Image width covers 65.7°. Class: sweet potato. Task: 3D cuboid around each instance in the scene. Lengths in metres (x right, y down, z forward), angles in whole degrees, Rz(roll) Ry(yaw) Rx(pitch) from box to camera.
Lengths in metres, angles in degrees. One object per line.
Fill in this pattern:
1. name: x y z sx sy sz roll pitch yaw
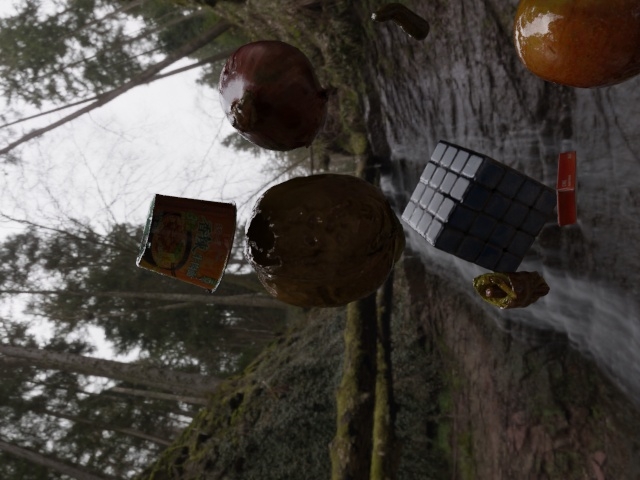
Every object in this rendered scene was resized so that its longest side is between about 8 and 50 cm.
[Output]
1. sweet potato: 0.250 -0.681 1.525 0.233 0.062 0.081 5 -108 -36

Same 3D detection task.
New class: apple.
1. apple: 0.413 -0.325 0.754 0.173 0.235 0.210 82 -170 -46

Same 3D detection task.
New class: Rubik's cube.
1. Rubik's cube: 0.546 -0.118 1.747 0.345 0.343 0.337 22 -76 -20

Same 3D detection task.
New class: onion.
1. onion: -0.132 -0.431 1.497 0.354 0.354 0.353 9 -100 -59

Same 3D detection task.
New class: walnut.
1. walnut: 0.000 0.000 1.277 0.308 0.398 0.353 -97 3 -65

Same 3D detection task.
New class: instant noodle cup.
1. instant noodle cup: -0.313 -0.005 1.152 0.183 0.230 0.230 14 -108 -23

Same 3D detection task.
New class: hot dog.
1. hot dog: 0.591 0.153 1.506 0.093 0.262 0.123 -107 16 -57

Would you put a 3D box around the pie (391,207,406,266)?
1. pie: 0.131 0.004 1.628 0.071 0.307 0.306 -36 -60 -79

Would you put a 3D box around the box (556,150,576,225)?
1. box: 0.715 -0.151 1.435 0.229 0.050 0.122 -58 -44 -44
